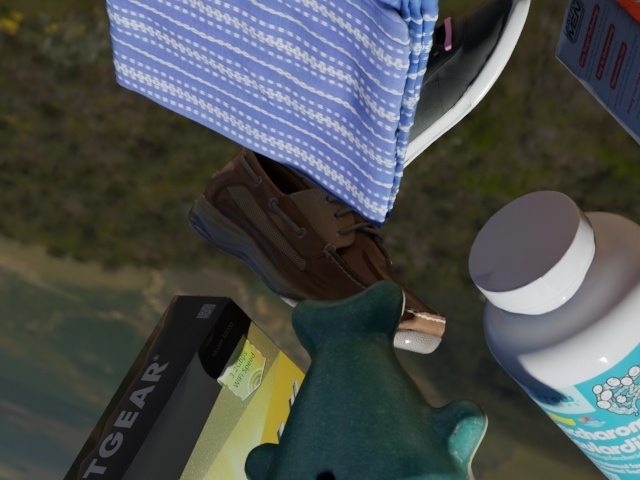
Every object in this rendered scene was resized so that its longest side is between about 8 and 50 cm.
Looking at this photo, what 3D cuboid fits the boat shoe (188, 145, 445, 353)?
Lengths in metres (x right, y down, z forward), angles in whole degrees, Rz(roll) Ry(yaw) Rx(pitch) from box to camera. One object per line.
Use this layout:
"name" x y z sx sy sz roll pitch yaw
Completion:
"boat shoe" 0.000 0.000 1.660 0.324 0.116 0.123 33 -170 35

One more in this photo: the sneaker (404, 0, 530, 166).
"sneaker" 0.078 -0.179 1.767 0.147 0.104 0.296 34 125 -18

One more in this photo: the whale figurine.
"whale figurine" 0.026 0.160 1.401 0.216 0.272 0.141 -14 158 22

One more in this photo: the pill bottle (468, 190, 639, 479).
"pill bottle" 0.219 0.078 1.289 0.146 0.146 0.264 4 147 49

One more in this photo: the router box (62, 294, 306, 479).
"router box" -0.105 0.240 1.529 0.081 0.308 0.243 0 142 46

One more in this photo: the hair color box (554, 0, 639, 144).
"hair color box" 0.199 -0.102 1.021 0.141 0.043 0.072 54 148 39

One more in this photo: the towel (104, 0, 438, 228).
"towel" -0.047 -0.130 1.130 0.243 0.040 0.336 28 159 9
